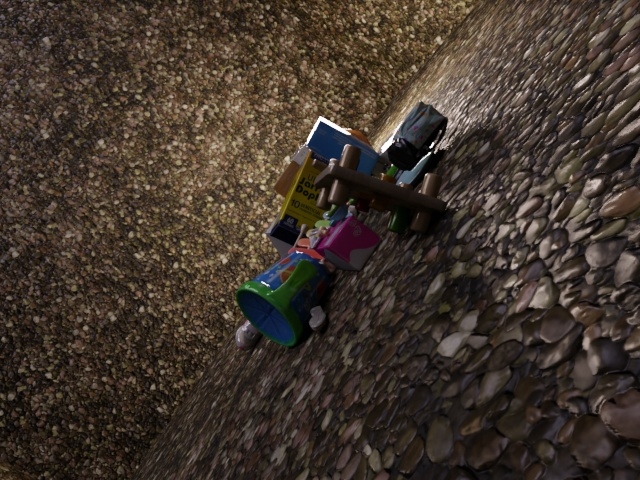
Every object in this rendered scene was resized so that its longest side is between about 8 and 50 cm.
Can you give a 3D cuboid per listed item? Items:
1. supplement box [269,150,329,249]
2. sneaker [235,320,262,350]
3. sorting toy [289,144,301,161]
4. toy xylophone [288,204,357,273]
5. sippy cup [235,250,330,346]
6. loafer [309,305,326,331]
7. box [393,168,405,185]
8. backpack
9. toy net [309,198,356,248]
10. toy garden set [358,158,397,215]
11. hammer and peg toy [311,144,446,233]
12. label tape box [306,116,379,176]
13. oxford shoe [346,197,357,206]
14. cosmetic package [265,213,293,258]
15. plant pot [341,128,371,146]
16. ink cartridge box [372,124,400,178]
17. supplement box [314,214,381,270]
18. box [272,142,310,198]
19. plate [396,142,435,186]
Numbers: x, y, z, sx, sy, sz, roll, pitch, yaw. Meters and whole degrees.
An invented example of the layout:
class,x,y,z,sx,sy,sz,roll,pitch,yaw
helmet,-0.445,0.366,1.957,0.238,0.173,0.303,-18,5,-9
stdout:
class,x,y,z,sx,sy,sz,roll,pitch,yaw
supplement box,-0.037,-0.155,1.854,0.357,0.194,0.195,-69,11,-17
sneaker,-0.286,0.370,2.030,0.111,0.103,0.252,-48,10,50
sorting toy,-0.117,-0.398,2.118,0.083,0.012,0.062,-41,17,45
toy xylophone,0.000,0.000,1.589,0.323,0.236,0.081,-69,-29,-44
sippy cup,-0.096,0.159,1.382,0.305,0.240,0.224,1,37,45
loafer,-0.003,0.212,1.208,0.045,0.039,0.125,-20,14,3
box,0.250,-0.195,1.488,0.137,0.027,0.094,-57,7,-19
backpack,0.273,-0.299,1.291,0.182,0.115,0.152,-52,4,-10
toy net,0.024,-0.059,1.350,0.232,0.045,0.122,-44,10,48
toy garden set,0.186,-0.175,1.581,0.204,0.049,0.244,-56,-2,-18
hammer and peg toy,0.105,-0.106,1.077,0.361,0.266,0.127,-171,99,-81
label tape box,0.081,-0.335,1.669,0.115,0.249,0.348,-59,9,14
oxford shoe,0.139,-0.221,1.970,0.133,0.130,0.364,-58,5,23
cosmetic package,-0.097,-0.029,2.067,0.138,0.224,0.225,-5,39,35
plant pot,0.132,-0.373,2.246,0.291,0.291,0.203,-51,25,23
ink cartridge box,0.282,-0.338,1.711,0.158,0.092,0.218,-57,5,-23
supplement box,0.073,0.013,1.323,0.114,0.111,0.220,-53,7,-8
box,-0.010,-0.241,2.123,0.215,0.345,0.168,-47,8,44
plate,0.281,-0.205,1.349,0.188,0.024,0.188,-54,7,10
